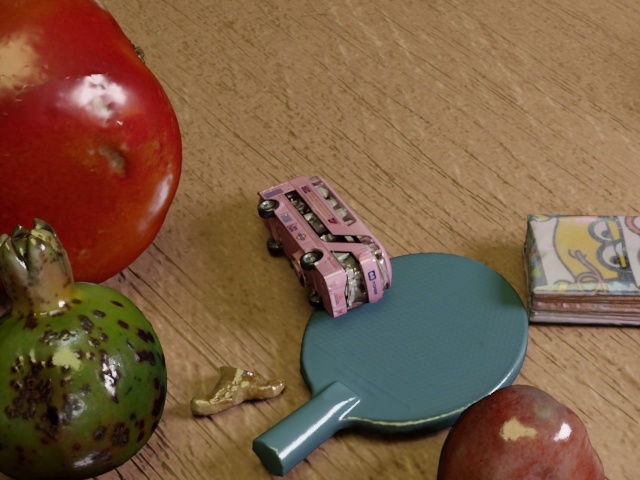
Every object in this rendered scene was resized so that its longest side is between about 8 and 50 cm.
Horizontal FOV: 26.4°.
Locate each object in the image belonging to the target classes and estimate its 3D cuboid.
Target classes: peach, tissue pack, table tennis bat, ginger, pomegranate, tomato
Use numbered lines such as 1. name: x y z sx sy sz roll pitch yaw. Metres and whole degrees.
1. peach: 0.161 0.198 1.191 0.152 0.152 0.152 -2 45 2
2. tissue pack: 0.287 0.028 1.394 0.155 0.065 0.115 0 46 5
3. table tennis bat: 0.065 0.119 1.339 0.215 0.044 0.329 32 54 31
4. ginger: -0.084 0.140 1.336 0.097 0.030 0.048 -14 48 -12
5. pomegranate: -0.239 0.104 1.244 0.202 0.248 0.202 -13 20 5
6. tomato: -0.309 -0.108 1.392 0.290 0.325 0.293 -28 53 -23

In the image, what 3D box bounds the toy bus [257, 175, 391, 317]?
1. toy bus: 0.000 0.000 1.423 0.090 0.063 0.203 -21 36 -12
